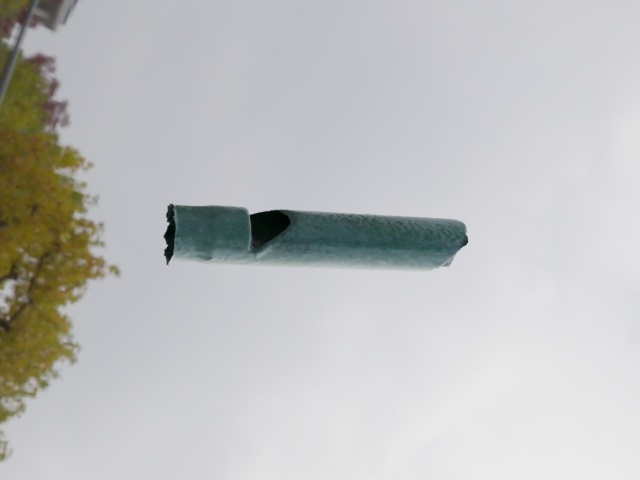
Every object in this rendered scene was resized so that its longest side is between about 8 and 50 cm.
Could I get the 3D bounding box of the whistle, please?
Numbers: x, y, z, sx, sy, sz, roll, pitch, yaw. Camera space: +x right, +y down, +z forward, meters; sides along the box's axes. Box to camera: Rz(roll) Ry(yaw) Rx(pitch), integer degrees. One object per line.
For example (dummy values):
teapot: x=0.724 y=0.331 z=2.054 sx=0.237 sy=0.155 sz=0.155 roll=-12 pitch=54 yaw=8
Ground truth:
whistle: x=0.000 y=0.000 z=0.591 sx=0.039 sy=0.186 sz=0.039 roll=-177 pitch=-90 yaw=-72
